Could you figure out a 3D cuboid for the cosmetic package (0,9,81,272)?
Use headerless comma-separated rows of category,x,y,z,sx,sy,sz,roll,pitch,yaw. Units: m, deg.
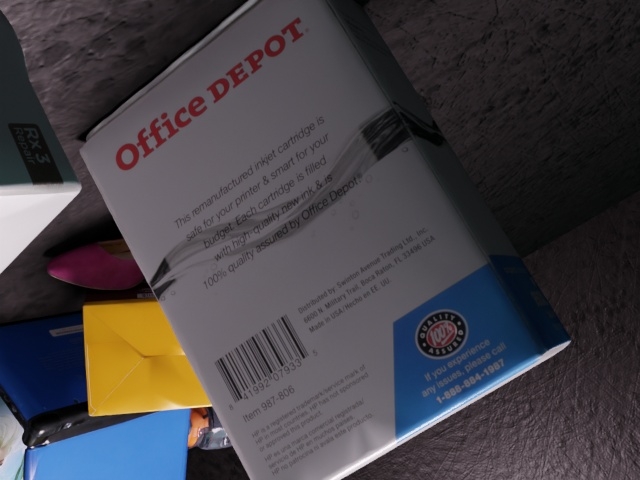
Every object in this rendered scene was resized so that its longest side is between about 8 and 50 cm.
cosmetic package,-0.339,-0.012,0.612,0.385,0.217,0.156,-41,161,33

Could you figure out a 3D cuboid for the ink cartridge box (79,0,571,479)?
ink cartridge box,0.000,0.000,0.928,0.285,0.395,0.166,-34,167,18

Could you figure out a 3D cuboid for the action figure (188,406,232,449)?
action figure,-0.229,0.311,1.776,0.330,0.179,0.341,-9,-174,-21

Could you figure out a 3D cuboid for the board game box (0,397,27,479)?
board game box,-0.499,0.321,1.330,0.318,0.065,0.318,7,100,-67

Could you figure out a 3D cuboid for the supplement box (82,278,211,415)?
supplement box,-0.188,0.116,1.218,0.191,0.129,0.194,-3,-171,-11

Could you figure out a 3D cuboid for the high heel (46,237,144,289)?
high heel,-0.204,-0.010,1.194,0.244,0.082,0.117,-2,116,-29

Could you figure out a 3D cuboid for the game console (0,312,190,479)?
game console,-0.321,0.245,1.346,0.293,0.250,0.173,-6,136,-55
